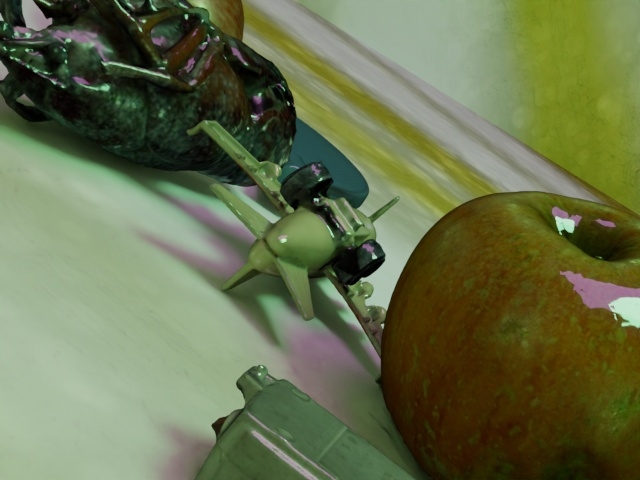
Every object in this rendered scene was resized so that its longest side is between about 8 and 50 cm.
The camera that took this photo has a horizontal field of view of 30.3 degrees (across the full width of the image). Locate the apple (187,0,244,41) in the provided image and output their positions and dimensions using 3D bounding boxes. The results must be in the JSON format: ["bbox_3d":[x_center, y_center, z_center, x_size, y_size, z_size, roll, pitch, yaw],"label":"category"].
[{"bbox_3d":[-0.141,-0.200,1.089,0.131,0.146,0.146,53,4,-31],"label":"apple"}]

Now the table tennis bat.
[{"bbox_3d":[-0.039,-0.091,1.168,0.215,0.044,0.329,32,12,-14],"label":"table tennis bat"}]

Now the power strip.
[{"bbox_3d":[0.056,0.162,0.549,0.272,0.052,0.078,38,15,8],"label":"power strip"}]

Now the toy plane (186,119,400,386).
[{"bbox_3d":[0.000,0.000,0.871,0.229,0.092,0.244,53,21,9],"label":"toy plane"}]

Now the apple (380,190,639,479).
[{"bbox_3d":[0.147,0.084,0.754,0.237,0.207,0.237,14,19,-5],"label":"apple"}]

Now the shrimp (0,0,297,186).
[{"bbox_3d":[-0.161,-0.128,0.879,0.172,0.137,0.372,-9,-25,39],"label":"shrimp"}]
